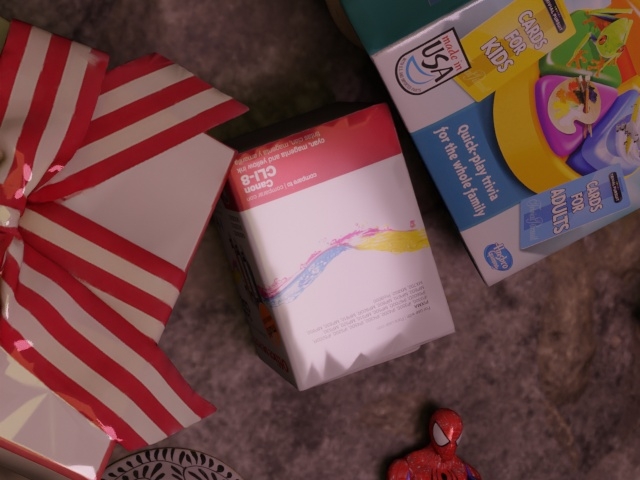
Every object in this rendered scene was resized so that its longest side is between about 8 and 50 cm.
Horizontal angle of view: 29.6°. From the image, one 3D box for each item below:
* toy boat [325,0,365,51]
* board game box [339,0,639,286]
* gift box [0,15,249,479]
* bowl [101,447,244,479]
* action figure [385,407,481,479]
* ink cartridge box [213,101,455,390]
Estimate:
[{"bbox_3d":[0.007,-0.263,0.867,0.318,0.148,0.268,-6,103,-23],"label":"toy boat"},{"bbox_3d":[0.217,-0.140,0.857,0.336,0.079,0.254,-28,134,6],"label":"board game box"},{"bbox_3d":[-0.196,0.012,0.736,0.276,0.258,0.255,24,65,-19],"label":"gift box"},{"bbox_3d":[-0.113,0.249,0.908,0.170,0.080,0.170,-2,97,-16],"label":"bowl"},{"bbox_3d":[0.096,0.276,0.948,0.091,0.139,0.280,5,92,-18],"label":"action figure"},{"bbox_3d":[0.000,0.000,0.887,0.127,0.128,0.176,-21,101,-13],"label":"ink cartridge box"}]
